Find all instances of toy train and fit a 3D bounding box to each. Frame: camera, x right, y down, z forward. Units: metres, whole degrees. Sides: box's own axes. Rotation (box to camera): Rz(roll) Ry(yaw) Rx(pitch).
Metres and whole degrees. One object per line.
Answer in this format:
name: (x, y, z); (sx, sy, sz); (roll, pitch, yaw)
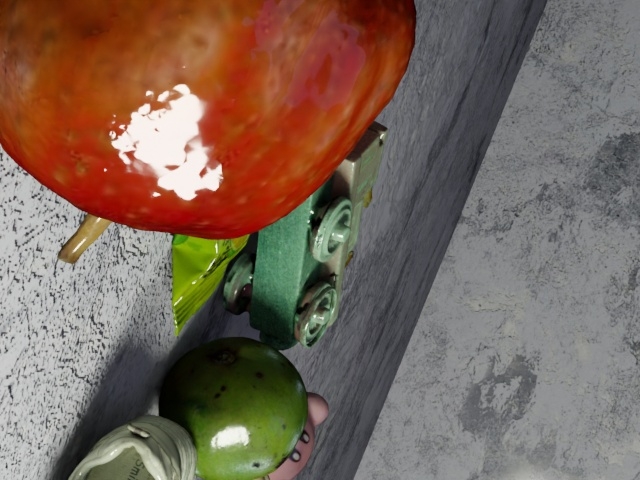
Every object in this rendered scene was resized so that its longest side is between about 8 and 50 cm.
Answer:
toy train: (-0.015, -0.011, 1.381); (0.221, 0.150, 0.304); (-47, 154, -50)

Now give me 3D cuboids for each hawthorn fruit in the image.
hawthorn fruit: (-0.100, -0.115, 0.740); (0.330, 0.287, 0.287); (-58, 170, 17)

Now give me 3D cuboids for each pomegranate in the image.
pomegranate: (-0.104, 0.231, 1.328); (0.187, 0.187, 0.225); (-48, 142, -54)

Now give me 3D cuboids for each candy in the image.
candy: (-0.110, -0.030, 1.175); (0.149, 0.069, 0.246); (-37, 145, -60)

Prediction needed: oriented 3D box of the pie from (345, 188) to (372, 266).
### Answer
pie: (-0.003, 0.002, 1.636); (0.302, 0.067, 0.302); (-61, 166, -27)

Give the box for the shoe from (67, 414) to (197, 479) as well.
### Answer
shoe: (-0.233, 0.335, 1.100); (0.210, 0.132, 0.342); (90, 20, -76)

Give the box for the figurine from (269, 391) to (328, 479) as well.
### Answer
figurine: (-0.090, 0.263, 1.485); (0.173, 0.173, 0.173); (22, 90, -76)
